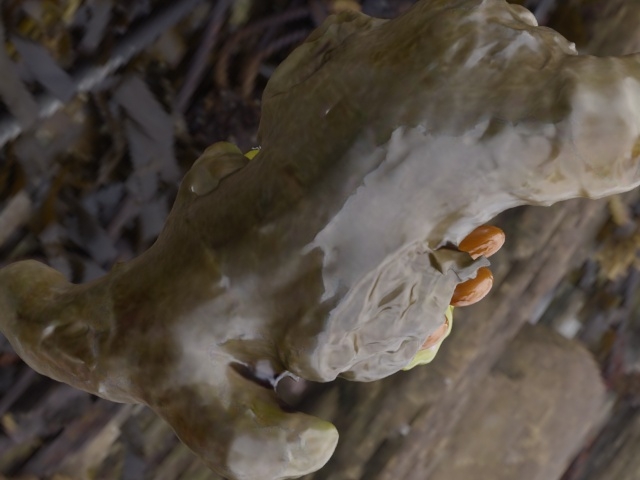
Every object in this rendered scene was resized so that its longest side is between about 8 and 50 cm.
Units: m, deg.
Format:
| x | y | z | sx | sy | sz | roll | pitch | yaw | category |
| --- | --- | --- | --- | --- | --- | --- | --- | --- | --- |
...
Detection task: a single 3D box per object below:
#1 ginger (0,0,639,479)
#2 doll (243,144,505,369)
| x | y | z | sx | sy | sz | roll | pitch | yaw | category |
| --- | --- | --- | --- | --- | --- | --- | --- | --- | --- |
| 0.002 | -0.001 | 0.638 | 0.333 | 0.166 | 0.080 | -32 | 151 | 13 | ginger |
| 0.020 | 0.016 | 1.005 | 0.143 | 0.221 | 0.135 | -38 | 125 | -23 | doll |
